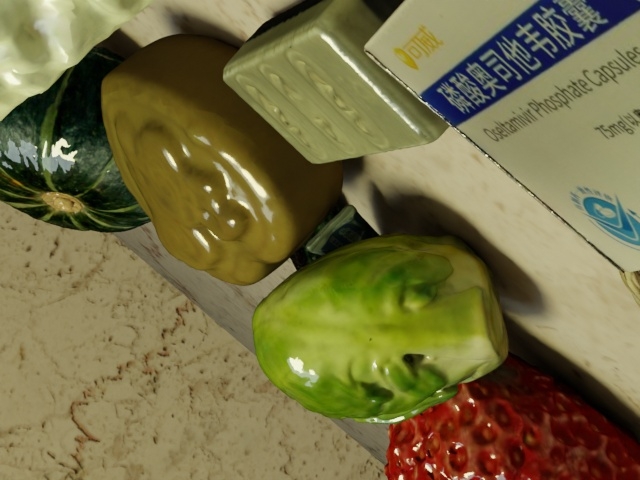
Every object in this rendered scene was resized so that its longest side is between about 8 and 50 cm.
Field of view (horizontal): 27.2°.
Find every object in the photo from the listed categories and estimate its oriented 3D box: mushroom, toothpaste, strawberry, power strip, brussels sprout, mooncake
[{"bbox_3d":[0.263,0.090,0.976,0.028,0.026,0.286,7,147,40],"label":"mushroom"},{"bbox_3d":[0.040,0.009,1.240,0.035,0.057,0.197,48,-173,23],"label":"toothpaste"},{"bbox_3d":[0.200,0.246,1.269,0.291,0.310,0.292,5,177,0],"label":"strawberry"},{"bbox_3d":[0.015,-0.110,0.879,0.105,0.070,0.256,42,167,-13],"label":"power strip"},{"bbox_3d":[0.047,0.071,1.132,0.223,0.223,0.161,64,-169,-64],"label":"brussels sprout"},{"bbox_3d":[-0.097,-0.071,1.152,0.235,0.117,0.235,35,152,22],"label":"mooncake"}]

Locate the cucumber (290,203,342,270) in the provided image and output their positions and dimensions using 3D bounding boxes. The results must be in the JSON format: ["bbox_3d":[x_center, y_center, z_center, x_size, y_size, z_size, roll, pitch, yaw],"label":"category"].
[{"bbox_3d":[0.000,0.001,1.335,0.074,0.074,0.241,33,164,30],"label":"cucumber"}]

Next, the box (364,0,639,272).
[{"bbox_3d":[0.148,-0.082,0.572,0.200,0.065,0.343,39,168,-4],"label":"box"}]

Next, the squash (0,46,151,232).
[{"bbox_3d":[-0.255,-0.109,1.404,0.252,0.165,0.252,12,158,5],"label":"squash"}]

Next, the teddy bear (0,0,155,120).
[{"bbox_3d":[-0.138,-0.219,0.316,0.362,0.375,0.327,43,-152,-52],"label":"teddy bear"}]
